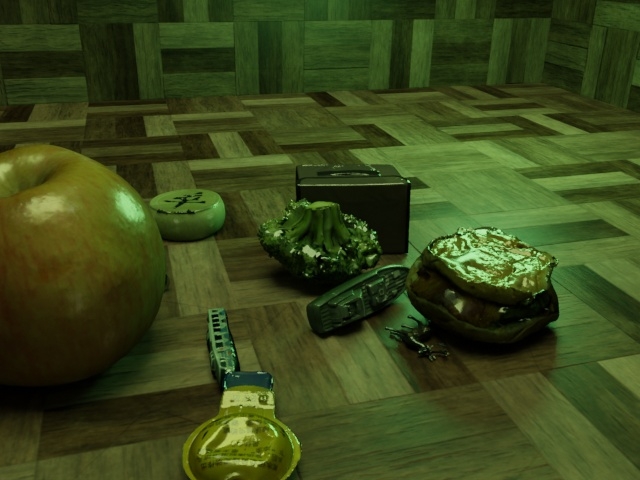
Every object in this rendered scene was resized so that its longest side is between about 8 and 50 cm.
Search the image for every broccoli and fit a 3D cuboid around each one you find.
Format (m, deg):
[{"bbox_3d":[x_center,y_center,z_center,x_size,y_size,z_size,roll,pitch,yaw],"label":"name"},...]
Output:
[{"bbox_3d":[0.001,0.003,1.343,0.226,0.176,0.198,-10,30,33],"label":"broccoli"}]

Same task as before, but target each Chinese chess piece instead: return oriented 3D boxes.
[{"bbox_3d":[-0.329,-0.068,1.598,0.188,0.083,0.188,-2,25,1],"label":"Chinese chess piece"}]

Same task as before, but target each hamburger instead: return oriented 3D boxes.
[{"bbox_3d":[0.308,0.086,1.217,0.284,0.134,0.265,-10,24,-34],"label":"hamburger"}]

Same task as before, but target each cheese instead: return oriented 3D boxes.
[{"bbox_3d":[-0.103,0.259,0.883,0.156,0.064,0.250,3,28,-1],"label":"cheese"}]

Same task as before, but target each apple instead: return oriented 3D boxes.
[{"bbox_3d":[-0.440,0.038,1.038,0.391,0.347,0.391,1,29,0],"label":"apple"}]

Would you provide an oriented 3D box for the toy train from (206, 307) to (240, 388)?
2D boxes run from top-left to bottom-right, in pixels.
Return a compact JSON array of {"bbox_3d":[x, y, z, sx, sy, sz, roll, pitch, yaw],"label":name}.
[{"bbox_3d":[-0.165,0.182,1.086,0.047,0.043,0.207,-5,25,-12],"label":"toy train"}]

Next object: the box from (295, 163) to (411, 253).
[{"bbox_3d":[0.068,-0.074,1.509,0.252,0.188,0.153,-4,27,-4],"label":"box"}]

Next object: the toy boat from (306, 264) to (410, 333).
[{"bbox_3d":[0.089,0.103,1.229,0.260,0.078,0.085,-21,15,-38],"label":"toy boat"}]

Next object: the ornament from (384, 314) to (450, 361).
[{"bbox_3d":[0.180,0.172,1.144,0.073,0.028,0.125,-19,29,-36],"label":"ornament"}]

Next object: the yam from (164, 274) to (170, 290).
[{"bbox_3d":[-0.427,0.035,1.408,0.326,0.045,0.045,24,64,43],"label":"yam"}]

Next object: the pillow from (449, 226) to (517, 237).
[{"bbox_3d":[0.368,0.014,1.446,0.179,0.075,0.171,-11,27,-26],"label":"pillow"}]
